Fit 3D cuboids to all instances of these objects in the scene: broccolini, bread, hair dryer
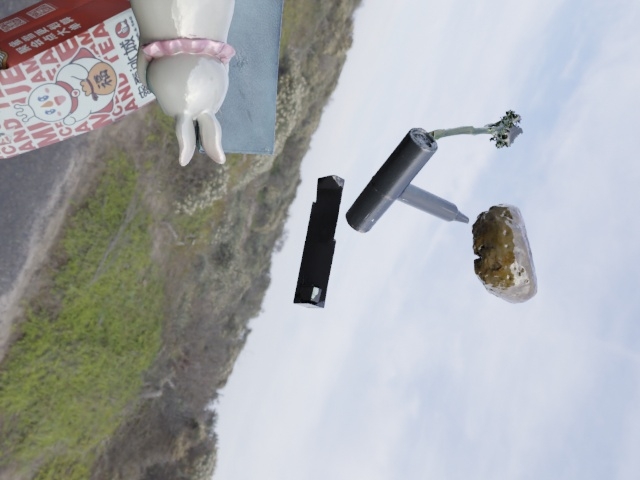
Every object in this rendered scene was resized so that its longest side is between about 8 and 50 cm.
[{"bbox_3d":[0.309,-0.218,1.110,0.071,0.255,0.057,68,-29,23],"label":"broccolini"},{"bbox_3d":[0.412,0.028,1.245,0.123,0.230,0.230,-15,-141,25],"label":"bread"},{"bbox_3d":[0.158,-0.068,0.778,0.173,0.195,0.050,-53,-141,45],"label":"hair dryer"}]

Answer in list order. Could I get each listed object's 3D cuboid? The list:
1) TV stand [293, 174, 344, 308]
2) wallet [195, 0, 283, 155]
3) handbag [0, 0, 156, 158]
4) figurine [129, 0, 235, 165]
[{"bbox_3d":[0.000,0.000,1.050,0.049,0.040,0.256,-5,-111,49],"label":"TV stand"},{"bbox_3d":[-0.162,-0.362,1.092,0.046,0.191,0.378,17,-74,49],"label":"wallet"},{"bbox_3d":[-0.401,-0.245,0.832,0.298,0.151,0.171,-42,150,-25],"label":"handbag"},{"bbox_3d":[-0.171,-0.218,0.688,0.155,0.127,0.235,19,-67,50],"label":"figurine"}]
